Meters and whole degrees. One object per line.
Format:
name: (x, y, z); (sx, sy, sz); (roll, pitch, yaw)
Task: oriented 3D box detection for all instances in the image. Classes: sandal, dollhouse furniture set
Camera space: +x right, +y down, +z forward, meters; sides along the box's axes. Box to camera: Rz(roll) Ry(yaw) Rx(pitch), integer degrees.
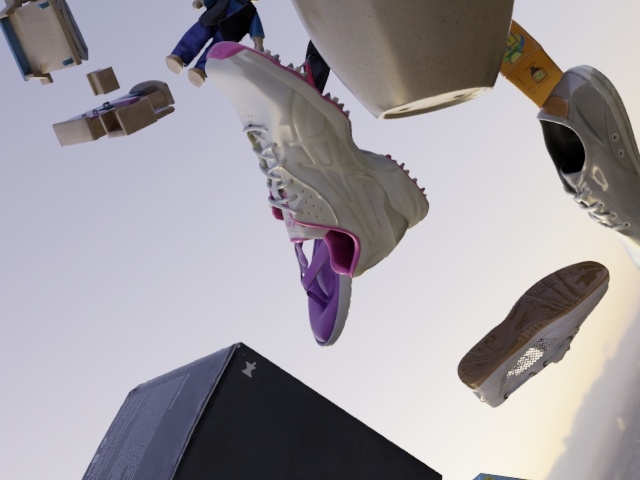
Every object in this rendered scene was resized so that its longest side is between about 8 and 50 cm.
sandal: (-0.005, -0.001, 1.755); (0.169, 0.102, 0.416); (-171, 85, -70)
sandal: (-0.024, -0.256, 1.501); (0.040, 0.067, 0.179); (10, -88, -35)
dollhouse furniture set: (-0.416, -0.360, 1.681); (0.198, 0.286, 0.303); (-35, -67, -37)

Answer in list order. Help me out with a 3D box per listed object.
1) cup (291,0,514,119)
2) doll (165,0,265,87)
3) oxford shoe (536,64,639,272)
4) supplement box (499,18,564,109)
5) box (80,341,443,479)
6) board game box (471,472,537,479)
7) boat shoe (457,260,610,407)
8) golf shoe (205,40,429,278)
cup: (0.131, -0.303, 1.246); (0.331, 0.331, 0.236); (-14, -90, -66)
doll: (-0.138, -0.308, 1.301); (0.189, 0.129, 0.046); (-57, -5, -19)
oxford shoe: (0.496, -0.088, 1.552); (0.130, 0.169, 0.449); (-37, -66, -10)
supplement box: (0.355, -0.297, 1.533); (0.078, 0.080, 0.233); (-42, -21, 17)
box: (-0.126, 0.463, 1.639); (0.472, 0.480, 0.297); (-30, 29, 51)
board game box: (0.195, 0.379, 0.832); (0.144, 0.142, 0.275); (115, 162, -52)
boat shoe: (0.335, 0.144, 1.361); (0.277, 0.098, 0.096); (-40, -63, 0)
golf shoe: (-0.018, -0.080, 0.959); (0.140, 0.306, 0.115); (-53, 21, -11)
